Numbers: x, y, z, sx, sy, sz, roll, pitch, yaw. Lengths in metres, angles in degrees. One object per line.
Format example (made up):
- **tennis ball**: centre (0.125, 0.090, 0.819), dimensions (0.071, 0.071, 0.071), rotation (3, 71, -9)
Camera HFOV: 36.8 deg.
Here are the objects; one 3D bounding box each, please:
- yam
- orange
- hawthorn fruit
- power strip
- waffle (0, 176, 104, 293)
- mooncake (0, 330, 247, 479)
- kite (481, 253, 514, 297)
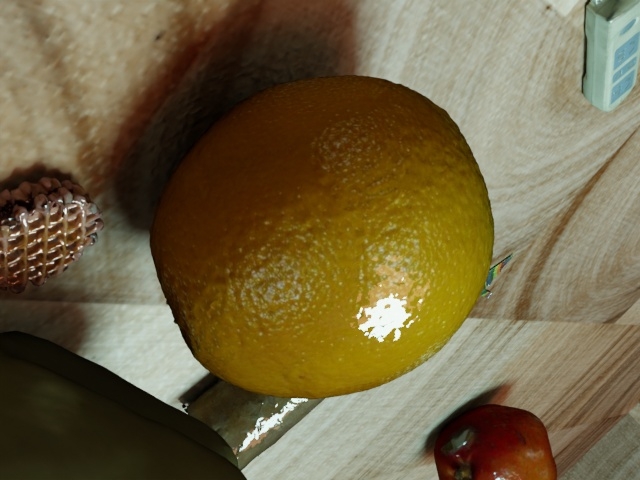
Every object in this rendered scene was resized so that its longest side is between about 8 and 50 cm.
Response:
- **yam**: centre (-0.049, 0.138, 0.841), dimensions (0.127, 0.084, 0.084), rotation (-37, 154, -1)
- **orange**: centre (0.000, 0.000, 0.575), dimensions (0.206, 0.206, 0.206), rotation (-32, 152, -19)
- **hawthorn fruit**: centre (0.258, 0.338, 1.452), dimensions (0.202, 0.185, 0.185), rotation (8, 126, -52)
- **power strip**: centre (0.253, -0.169, 0.828), dimensions (0.047, 0.030, 0.191), rotation (-40, 154, -5)
- **waffle**: centre (-0.158, -0.002, 0.533), dimensions (0.075, 0.029, 0.083), rotation (-40, 157, 4)
- **mooncake**: centre (-0.173, 0.250, 0.535), dimensions (0.378, 0.201, 0.378), rotation (-156, -90, -86)
- **kite**: centre (0.180, 0.061, 1.112), dimensions (0.090, 0.004, 0.122), rotation (4, 130, -54)
